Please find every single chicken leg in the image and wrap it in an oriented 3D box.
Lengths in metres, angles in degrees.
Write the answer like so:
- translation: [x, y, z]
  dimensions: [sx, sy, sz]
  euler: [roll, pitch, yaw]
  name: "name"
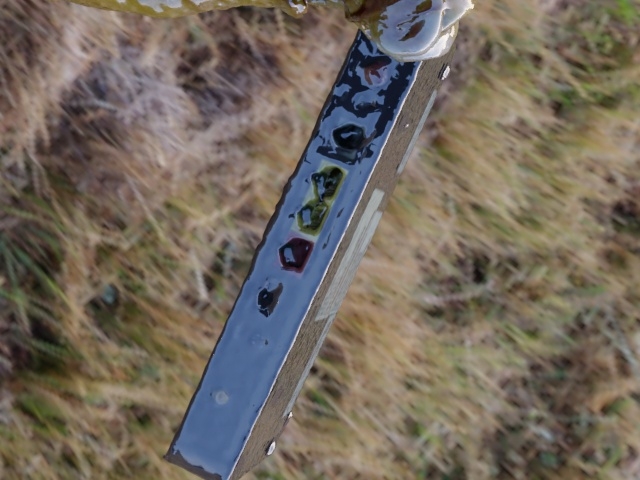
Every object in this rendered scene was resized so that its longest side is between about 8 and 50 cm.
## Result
- translation: [-0.046, -0.141, 0.770]
  dimensions: [0.087, 0.251, 0.107]
  euler: [30, 80, -78]
  name: "chicken leg"

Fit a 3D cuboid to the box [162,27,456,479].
- translation: [0.000, 0.000, 1.127]
  dimensions: [0.058, 0.211, 0.350]
  euler: [25, 93, 5]
  name: "box"
